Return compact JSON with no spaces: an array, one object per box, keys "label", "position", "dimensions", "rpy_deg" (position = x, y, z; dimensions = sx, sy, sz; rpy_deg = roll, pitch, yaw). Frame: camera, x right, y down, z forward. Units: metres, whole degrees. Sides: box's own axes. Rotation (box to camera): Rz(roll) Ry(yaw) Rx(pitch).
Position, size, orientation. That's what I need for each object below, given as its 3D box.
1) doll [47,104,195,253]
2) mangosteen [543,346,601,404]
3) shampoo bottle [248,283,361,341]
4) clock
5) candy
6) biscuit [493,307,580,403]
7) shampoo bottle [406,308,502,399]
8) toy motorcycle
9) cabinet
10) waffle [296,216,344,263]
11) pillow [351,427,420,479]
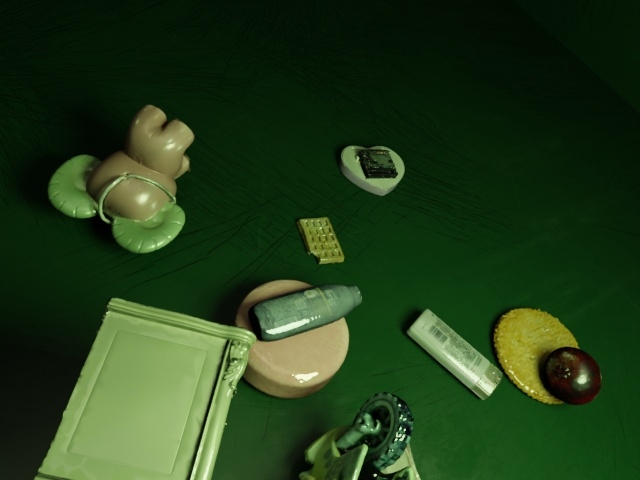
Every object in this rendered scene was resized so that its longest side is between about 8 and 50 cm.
[{"label":"doll","position":[-0.406,-0.125,1.129],"dimensions":[0.284,0.216,0.268],"rpy_deg":[28,55,-1]},{"label":"mangosteen","position":[0.580,0.309,1.200],"dimensions":[0.140,0.140,0.140],"rpy_deg":[11,51,-13]},{"label":"shampoo bottle","position":[-0.025,0.137,1.053],"dimensions":[0.234,0.049,0.087],"rpy_deg":[-13,59,-28]},{"label":"clock","position":[0.159,-0.210,1.510],"dimensions":[0.198,0.064,0.172],"rpy_deg":[-3,55,-22]},{"label":"candy","position":[-0.069,0.194,1.090],"dimensions":[0.256,0.094,0.255],"rpy_deg":[10,52,-13]},{"label":"biscuit","position":[0.538,0.280,1.296],"dimensions":[0.254,0.035,0.253],"rpy_deg":[11,53,-14]},{"label":"shampoo bottle","position":[0.308,0.258,1.211],"dimensions":[0.227,0.056,0.086],"rpy_deg":[40,49,11]},{"label":"toy motorcycle","position":[0.039,0.451,0.845],"dimensions":[0.169,0.237,0.410],"rpy_deg":[31,50,-15]},{"label":"cabinet","position":[-0.256,0.309,0.802],"dimensions":[0.228,0.290,0.317],"rpy_deg":[15,53,-8]},{"label":"waffle","position":[0.000,0.000,1.315],"dimensions":[0.092,0.021,0.135],"rpy_deg":[-4,55,-25]},{"label":"pillow","position":[0.137,0.454,1.006],"dimensions":[0.131,0.038,0.232],"rpy_deg":[-8,57,-23]}]
